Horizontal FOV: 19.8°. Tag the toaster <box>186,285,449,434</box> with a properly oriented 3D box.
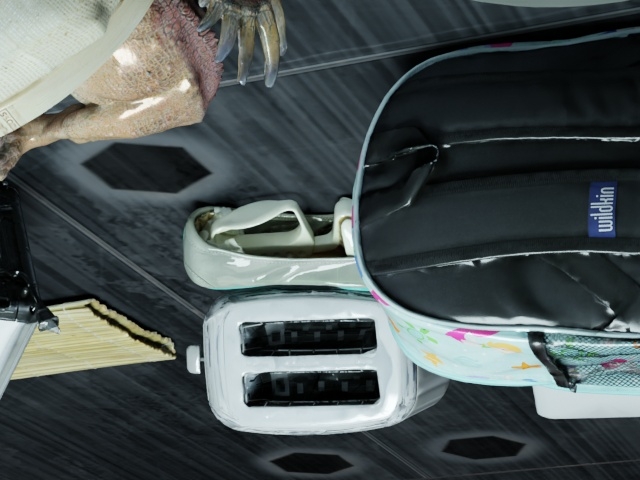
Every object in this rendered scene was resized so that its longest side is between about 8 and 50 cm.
[{"bbox_3d":[0.011,0.089,1.467,0.227,0.129,0.146,-1,-175,15],"label":"toaster"}]

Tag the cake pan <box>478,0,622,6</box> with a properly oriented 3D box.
[{"bbox_3d":[0.121,-0.201,0.904,0.293,0.054,0.293,1,157,1],"label":"cake pan"}]

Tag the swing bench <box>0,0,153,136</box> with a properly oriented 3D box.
[{"bbox_3d":[-0.165,-0.191,0.677,0.165,0.255,0.253,-4,157,12],"label":"swing bench"}]

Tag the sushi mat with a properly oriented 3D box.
[{"bbox_3d":[-0.308,0.101,1.711,0.316,0.019,0.151,-9,157,24],"label":"sushi mat"}]

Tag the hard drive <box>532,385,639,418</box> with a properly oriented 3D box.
[{"bbox_3d":[0.273,0.084,1.516,0.203,0.040,0.307,-2,158,9],"label":"hard drive"}]

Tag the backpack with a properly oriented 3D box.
[{"bbox_3d":[0.153,-0.013,1.144,0.253,0.225,0.191,0,153,14],"label":"backpack"}]

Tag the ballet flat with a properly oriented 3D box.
[{"bbox_3d":[0.000,0.000,1.392,0.213,0.072,0.068,-2,127,2],"label":"ballet flat"}]

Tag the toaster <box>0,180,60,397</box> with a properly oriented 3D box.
[{"bbox_3d":[-0.293,0.032,1.312,0.168,0.186,0.110,11,121,-26],"label":"toaster"}]

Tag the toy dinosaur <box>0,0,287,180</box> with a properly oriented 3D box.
[{"bbox_3d":[-0.101,-0.116,1.046,0.200,0.127,0.296,-6,163,-1],"label":"toy dinosaur"}]
